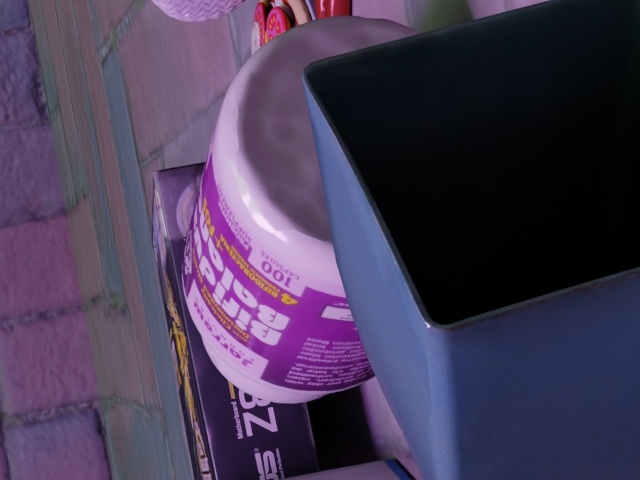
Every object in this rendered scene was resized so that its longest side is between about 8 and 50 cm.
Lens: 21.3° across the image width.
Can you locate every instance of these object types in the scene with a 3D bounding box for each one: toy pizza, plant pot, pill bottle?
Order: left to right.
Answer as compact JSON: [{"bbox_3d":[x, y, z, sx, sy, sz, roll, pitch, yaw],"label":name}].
[{"bbox_3d":[-0.027,-0.117,1.363,0.201,0.032,0.201,170,90,-75],"label":"toy pizza"},{"bbox_3d":[0.000,0.000,1.082,0.301,0.169,0.169,113,144,-64],"label":"pill bottle"},{"bbox_3d":[0.102,0.038,0.770,0.234,0.165,0.165,84,167,-45],"label":"plant pot"}]

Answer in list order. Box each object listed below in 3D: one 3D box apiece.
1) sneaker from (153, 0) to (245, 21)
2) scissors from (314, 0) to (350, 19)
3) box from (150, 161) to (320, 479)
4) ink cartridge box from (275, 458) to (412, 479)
[{"bbox_3d":[-0.140,-0.379,1.403,0.210,0.137,0.366,-129,29,-56],"label":"sneaker"},{"bbox_3d":[0.009,-0.151,1.244,0.109,0.021,0.297,-127,29,-55],"label":"scissors"},{"bbox_3d":[-0.079,0.115,1.512,0.395,0.097,0.318,132,129,-81],"label":"box"},{"bbox_3d":[0.002,0.332,1.230,0.198,0.197,0.270,-138,41,-67],"label":"ink cartridge box"}]
